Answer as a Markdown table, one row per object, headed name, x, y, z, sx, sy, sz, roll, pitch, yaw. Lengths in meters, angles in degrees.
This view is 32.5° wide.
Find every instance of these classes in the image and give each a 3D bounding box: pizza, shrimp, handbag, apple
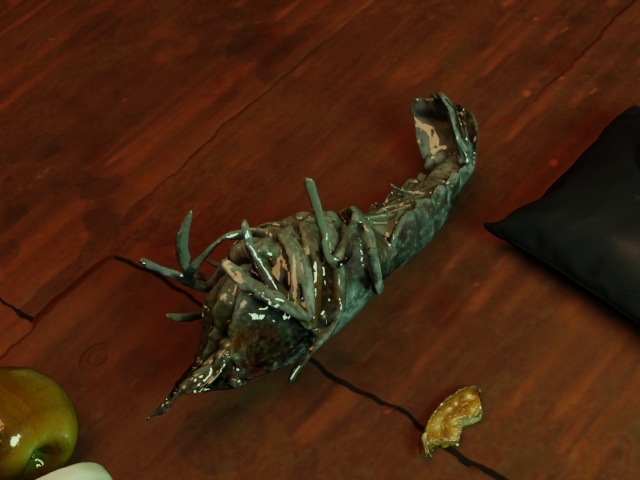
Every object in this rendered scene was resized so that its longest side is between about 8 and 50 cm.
| name | x | y | z | sx | sy | sz | roll | pitch | yaw |
| --- | --- | --- | --- | --- | --- | --- | --- | --- | --- |
| pizza | 0.108 | 0.149 | 0.900 | 0.037 | 0.016 | 0.083 | 23 | 54 | 35 |
| shrimp | 0.000 | 0.005 | 0.986 | 0.410 | 0.166 | 0.221 | -28 | 10 | -28 |
| handbag | 0.301 | -0.018 | 0.952 | 0.211 | 0.089 | 0.254 | -37 | 44 | -15 |
| apple | -0.264 | 0.161 | 0.936 | 0.102 | 0.099 | 0.114 | 24 | 17 | 26 |

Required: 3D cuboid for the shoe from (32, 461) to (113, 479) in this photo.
| name | x | y | z | sx | sy | sz | roll | pitch | yaw |
| --- | --- | --- | --- | --- | --- | --- | --- | --- | --- |
| shoe | -0.244 | 0.290 | 0.827 | 0.265 | 0.095 | 0.110 | -41 | 54 | -14 |
